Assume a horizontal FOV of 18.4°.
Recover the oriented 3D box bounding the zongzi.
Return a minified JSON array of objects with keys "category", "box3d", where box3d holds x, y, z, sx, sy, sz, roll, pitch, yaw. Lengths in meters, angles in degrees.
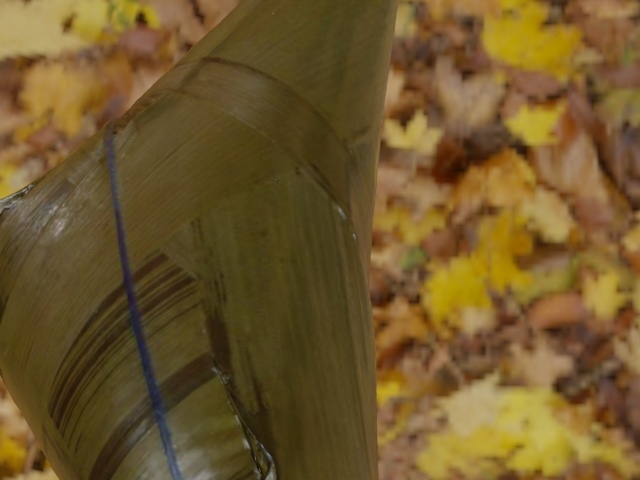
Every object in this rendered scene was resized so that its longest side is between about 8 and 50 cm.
[{"category":"zongzi","box3d":[0.000,0.000,0.792,0.289,0.260,0.123,-45,134,5]}]
